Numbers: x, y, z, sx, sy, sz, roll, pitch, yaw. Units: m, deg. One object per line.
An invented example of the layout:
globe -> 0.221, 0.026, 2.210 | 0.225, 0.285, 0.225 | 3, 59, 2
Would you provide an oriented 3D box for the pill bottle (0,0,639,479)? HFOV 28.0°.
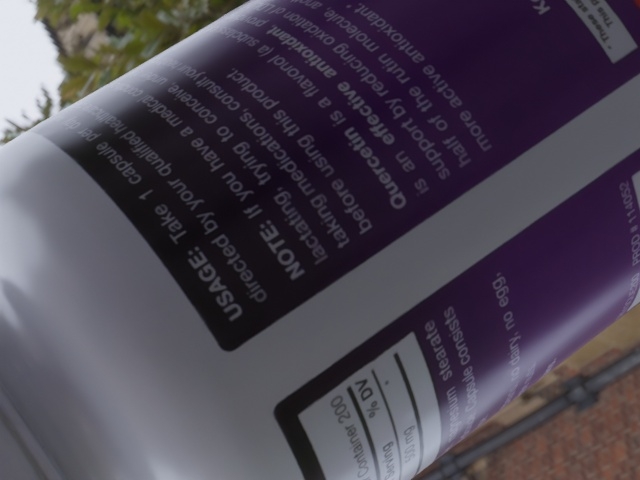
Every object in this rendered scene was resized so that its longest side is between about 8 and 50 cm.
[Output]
pill bottle -> 0.000, 0.000, 0.481 | 0.323, 0.181, 0.181 | -34, -97, -18
